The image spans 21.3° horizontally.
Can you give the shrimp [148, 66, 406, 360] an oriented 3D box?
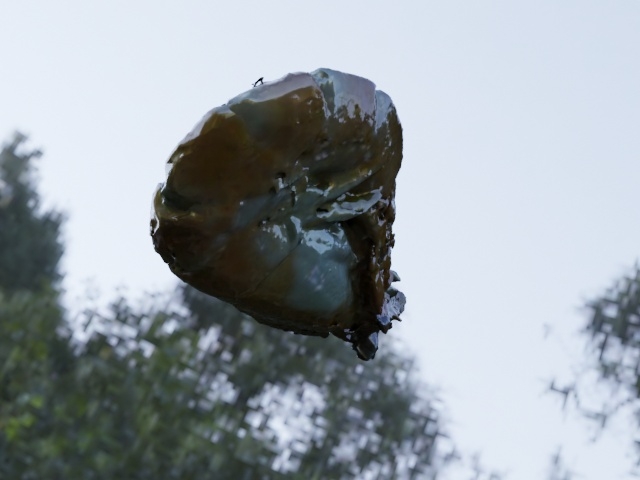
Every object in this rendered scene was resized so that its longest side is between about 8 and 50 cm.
[{"bbox_3d":[0.000,0.000,0.587,0.043,0.091,0.184,49,-4,29],"label":"shrimp"}]
